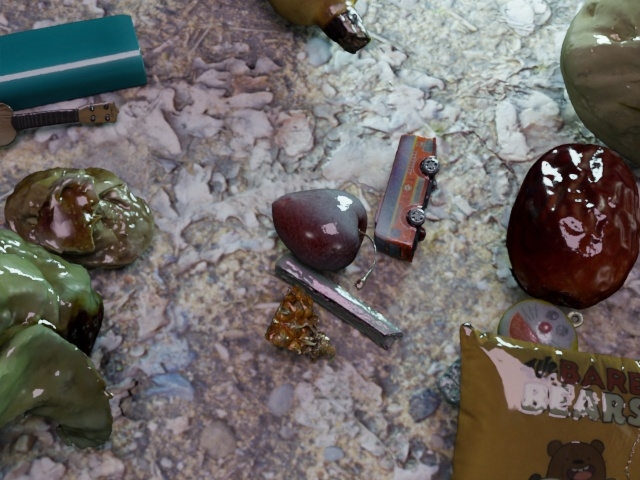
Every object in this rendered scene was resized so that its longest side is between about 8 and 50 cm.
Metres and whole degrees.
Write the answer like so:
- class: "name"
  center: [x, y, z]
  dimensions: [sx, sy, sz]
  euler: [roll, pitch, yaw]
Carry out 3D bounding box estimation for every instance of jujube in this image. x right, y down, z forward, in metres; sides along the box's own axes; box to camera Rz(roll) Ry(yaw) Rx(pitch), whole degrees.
- class: "jujube"
  center: [0.359, -0.022, 1.258]
  dimensions: [0.183, 0.183, 0.243]
  euler: [17, 66, 2]

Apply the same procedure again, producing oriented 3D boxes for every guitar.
- class: "guitar"
  center: [-0.438, -0.180, 1.322]
  dimensions: [0.271, 0.038, 0.084]
  euler: [-10, 113, -17]

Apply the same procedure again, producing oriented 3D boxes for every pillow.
- class: "pillow"
  center: [0.310, 0.280, 1.137]
  dimensions: [0.310, 0.119, 0.312]
  euler: [8, 92, 1]

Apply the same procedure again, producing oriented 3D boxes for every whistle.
- class: "whistle"
  center: [0.263, 0.156, 1.218]
  dimensions: [0.223, 0.123, 0.123]
  euler: [-28, 72, -1]

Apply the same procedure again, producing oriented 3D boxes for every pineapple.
- class: "pineapple"
  center: [-0.030, 0.131, 1.230]
  dimensions: [0.114, 0.077, 0.114]
  euler: [43, 35, -8]

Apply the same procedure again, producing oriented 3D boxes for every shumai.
- class: "shumai"
  center: [-0.431, 0.122, 1.086]
  dimensions: [0.348, 0.395, 0.395]
  euler: [-12, 66, -38]
- class: "shumai"
  center: [-0.340, -0.043, 1.228]
  dimensions: [0.209, 0.153, 0.161]
  euler: [24, 74, 3]

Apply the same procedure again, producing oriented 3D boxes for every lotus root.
- class: "lotus root"
  center: [-0.013, -0.432, 1.412]
  dimensions: [0.182, 0.183, 0.310]
  euler: [-20, 76, -13]

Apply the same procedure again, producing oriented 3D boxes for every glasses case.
- class: "glasses case"
  center: [-0.428, -0.272, 1.358]
  dimensions: [0.301, 0.070, 0.117]
  euler: [-15, 69, -9]

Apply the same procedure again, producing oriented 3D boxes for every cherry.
- class: "cherry"
  center: [-0.005, -0.005, 1.234]
  dimensions: [0.148, 0.115, 0.188]
  euler: [41, 36, -10]

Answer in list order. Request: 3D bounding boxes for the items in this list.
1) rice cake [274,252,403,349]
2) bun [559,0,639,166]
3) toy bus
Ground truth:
- class: "rice cake"
  center: [0.025, 0.087, 1.264]
  dimensions: [0.207, 0.033, 0.033]
  euler: [34, 59, 8]
- class: "bun"
  center: [0.553, -0.270, 1.335]
  dimensions: [0.362, 0.234, 0.326]
  euler: [26, 77, -2]
- class: "toy bus"
  center: [0.131, -0.066, 1.323]
  dimensions: [0.077, 0.065, 0.192]
  euler: [12, 66, 12]
